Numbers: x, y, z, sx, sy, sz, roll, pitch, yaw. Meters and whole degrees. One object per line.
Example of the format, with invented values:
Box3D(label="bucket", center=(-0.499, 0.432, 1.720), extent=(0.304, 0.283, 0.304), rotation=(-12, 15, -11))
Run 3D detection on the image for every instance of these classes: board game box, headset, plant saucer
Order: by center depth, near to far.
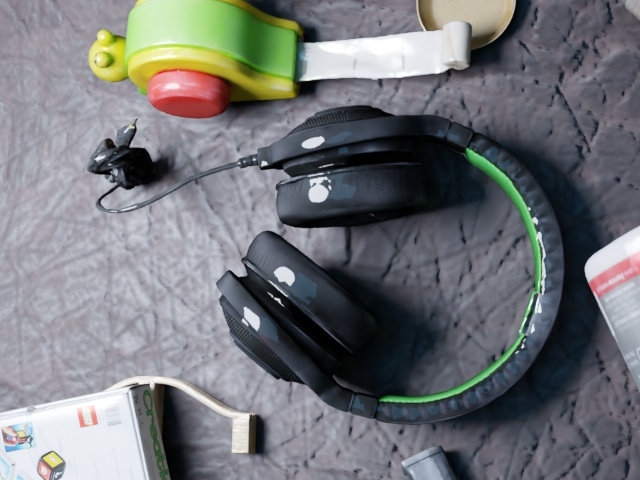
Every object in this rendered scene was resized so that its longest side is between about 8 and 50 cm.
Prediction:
Box3D(label="headset", center=(0.000, 0.000, 1.260), extent=(0.394, 0.185, 0.243), rotation=(20, 87, 2))
Box3D(label="plant saucer", center=(0.122, -0.197, 1.280), extent=(0.083, 0.015, 0.083), rotation=(-1, 85, 16))
Box3D(label="board game box", center=(-0.207, 0.287, 1.301), extent=(0.193, 0.053, 0.305), rotation=(-12, 88, 16))

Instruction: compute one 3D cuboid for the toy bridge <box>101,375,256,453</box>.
Box3D(label="toy bridge", center=(-0.146, 0.148, 1.324), extent=(0.188, 0.026, 0.063), rotation=(1, 85, 16))

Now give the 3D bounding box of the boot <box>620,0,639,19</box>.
Box3D(label="boot", center=(0.225, -0.320, 1.221), extent=(0.229, 0.091, 0.263), rotation=(35, 97, 16))

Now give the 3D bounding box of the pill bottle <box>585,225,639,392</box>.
Box3D(label="pill bottle", center=(0.321, 0.111, 1.119), extent=(0.161, 0.161, 0.283), rotation=(-26, 79, 13))

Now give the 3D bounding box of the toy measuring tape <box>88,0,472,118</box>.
Box3D(label="toy measuring tape", center=(-0.047, -0.163, 1.266), extent=(0.330, 0.121, 0.121), rotation=(-1, 85, 20))

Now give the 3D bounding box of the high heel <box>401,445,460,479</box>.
Box3D(label="high heel", center=(0.031, 0.303, 1.220), extent=(0.261, 0.093, 0.186), rotation=(-30, 71, 3))
